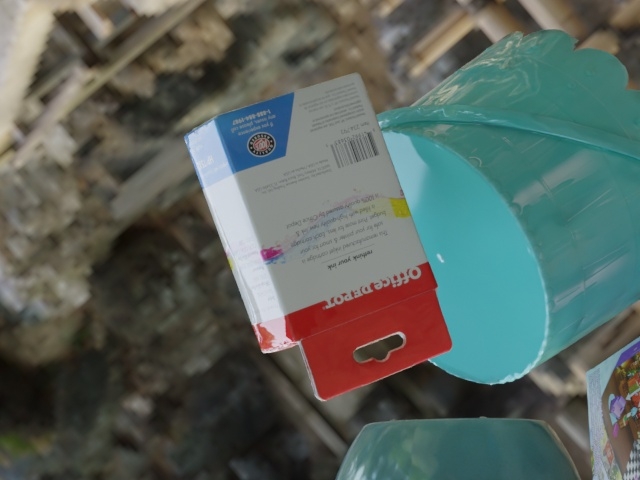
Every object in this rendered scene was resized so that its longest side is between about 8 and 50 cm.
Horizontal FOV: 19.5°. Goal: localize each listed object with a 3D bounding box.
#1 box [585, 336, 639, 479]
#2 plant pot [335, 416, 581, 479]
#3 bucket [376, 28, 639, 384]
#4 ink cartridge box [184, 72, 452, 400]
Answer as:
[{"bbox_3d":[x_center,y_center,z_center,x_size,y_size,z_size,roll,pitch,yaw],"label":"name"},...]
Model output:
[{"bbox_3d":[0.306,0.181,1.484,0.057,0.293,0.201,29,132,-25],"label":"box"},{"bbox_3d":[0.132,0.292,1.810,0.293,0.293,0.235,135,134,-78],"label":"plant pot"},{"bbox_3d":[0.160,-0.025,1.590,0.281,0.183,0.281,32,139,33],"label":"bucket"},{"bbox_3d":[0.000,0.000,1.459,0.078,0.134,0.231,-20,90,65],"label":"ink cartridge box"}]
